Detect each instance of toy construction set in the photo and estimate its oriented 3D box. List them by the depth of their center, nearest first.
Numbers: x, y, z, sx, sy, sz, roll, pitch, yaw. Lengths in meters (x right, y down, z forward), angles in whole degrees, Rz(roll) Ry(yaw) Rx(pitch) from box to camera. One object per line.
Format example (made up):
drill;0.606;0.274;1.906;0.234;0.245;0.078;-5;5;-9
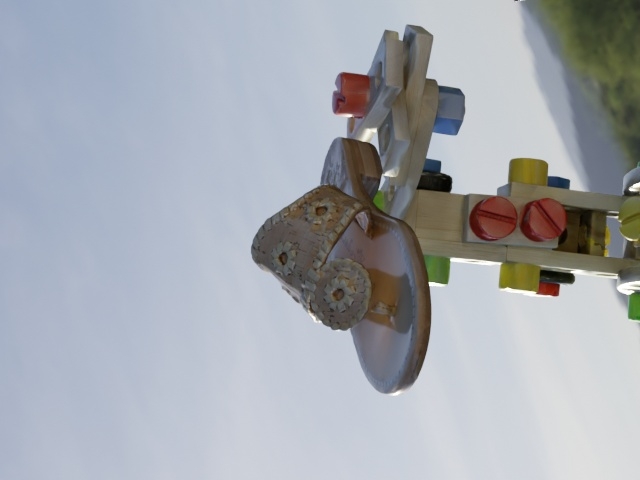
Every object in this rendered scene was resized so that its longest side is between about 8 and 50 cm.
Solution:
toy construction set;0.147;-0.024;0.932;0.215;0.327;0.151;163;127;-78

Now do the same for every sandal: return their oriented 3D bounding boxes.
sandal;-0.002;0.006;0.759;0.240;0.079;0.088;-102;25;-61
